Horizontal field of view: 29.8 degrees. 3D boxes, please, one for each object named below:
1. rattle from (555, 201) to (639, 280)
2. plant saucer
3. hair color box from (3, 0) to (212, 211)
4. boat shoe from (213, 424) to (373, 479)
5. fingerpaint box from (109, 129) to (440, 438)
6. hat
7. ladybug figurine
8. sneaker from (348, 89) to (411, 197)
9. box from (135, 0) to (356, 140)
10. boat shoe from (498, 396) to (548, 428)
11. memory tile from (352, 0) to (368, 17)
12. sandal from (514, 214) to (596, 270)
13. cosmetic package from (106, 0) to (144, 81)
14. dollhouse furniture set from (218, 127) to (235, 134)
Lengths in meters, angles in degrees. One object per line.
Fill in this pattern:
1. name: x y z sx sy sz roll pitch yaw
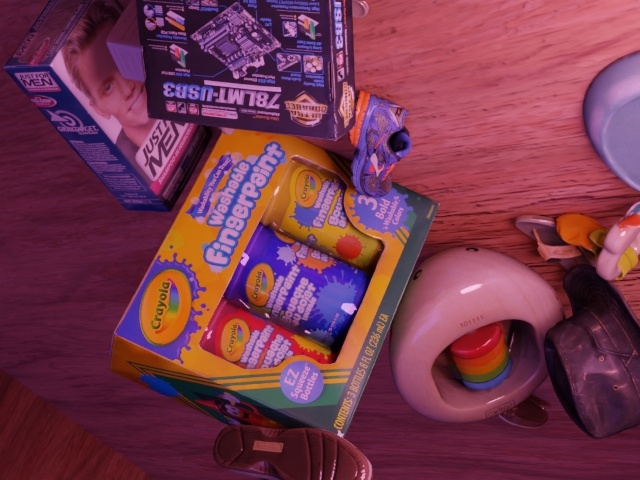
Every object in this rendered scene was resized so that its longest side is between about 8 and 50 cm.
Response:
1. rattle: 0.403 -0.035 1.697 0.143 0.130 0.200 57 -172 25
2. plant saucer: 0.488 -0.125 1.542 0.317 0.043 0.317 20 152 11
3. hair color box: -0.322 -0.216 1.892 0.105 0.174 0.347 3 145 34
4. boat shoe: -0.027 0.319 1.734 0.257 0.095 0.095 10 160 34
5. fingerpaint box: -0.067 0.067 1.884 0.371 0.445 0.163 25 151 1
6. hat: 0.425 0.207 1.827 0.331 0.134 0.331 58 170 16
7. ladybug figurine: 0.251 0.154 2.012 0.305 0.162 0.449 -23 143 -2
8. sneaker: 0.093 -0.132 1.807 0.087 0.083 0.221 12 152 13
9. box: -0.102 -0.289 1.558 0.295 0.073 0.293 9 118 26
10. boat shoe: 0.368 0.315 2.366 0.178 0.064 0.060 27 154 1
11. memory tile: -0.001 -0.349 1.578 0.148 0.012 0.113 21 152 6
12. sandal: 0.372 0.018 1.870 0.180 0.049 0.072 40 149 -26
13. cosmetic package: -0.176 -0.281 1.726 0.231 0.117 0.085 11 149 22
14. dollhouse furniture set: -0.192 -0.210 1.851 0.151 0.123 0.144 1 144 38
